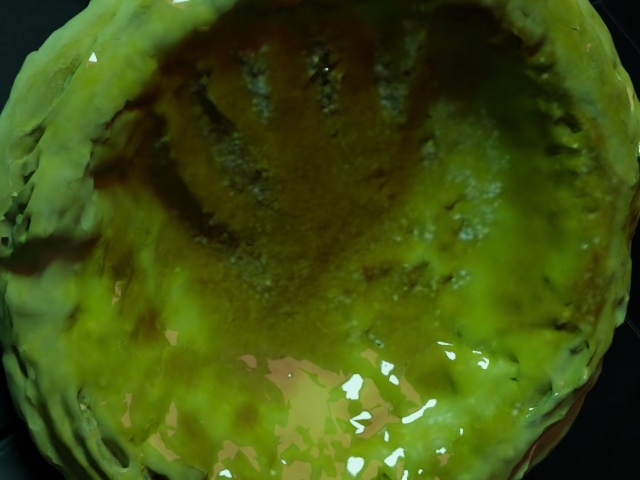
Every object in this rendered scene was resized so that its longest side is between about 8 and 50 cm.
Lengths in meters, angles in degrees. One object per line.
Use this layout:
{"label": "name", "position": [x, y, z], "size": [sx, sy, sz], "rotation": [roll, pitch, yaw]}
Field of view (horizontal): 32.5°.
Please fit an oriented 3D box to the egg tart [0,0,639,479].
{"label": "egg tart", "position": [0.000, 0.000, 0.629], "size": [0.388, 0.387, 0.169], "rotation": [30, 5, -24]}
